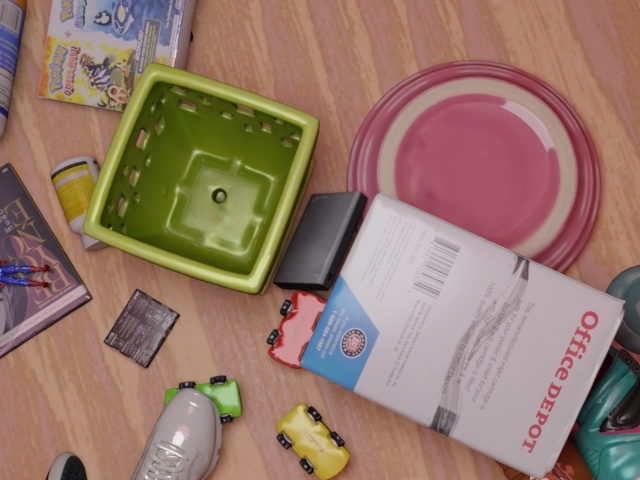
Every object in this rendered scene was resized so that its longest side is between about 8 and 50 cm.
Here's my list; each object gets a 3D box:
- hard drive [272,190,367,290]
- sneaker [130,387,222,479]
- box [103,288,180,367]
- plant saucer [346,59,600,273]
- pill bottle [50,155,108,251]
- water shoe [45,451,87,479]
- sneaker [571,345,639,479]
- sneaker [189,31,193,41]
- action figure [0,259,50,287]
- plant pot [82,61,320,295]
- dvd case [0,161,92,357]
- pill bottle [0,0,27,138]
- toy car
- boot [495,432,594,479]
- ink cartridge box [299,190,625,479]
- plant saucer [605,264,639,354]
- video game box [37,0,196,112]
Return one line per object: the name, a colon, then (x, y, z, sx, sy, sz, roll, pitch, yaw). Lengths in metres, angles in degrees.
hard drive: (0.000, 0.000, 1.372, 0.022, 0.094, 0.135, 39, 64, -35)
sneaker: (-0.191, 0.292, 1.311, 0.090, 0.095, 0.235, 24, 102, 11)
box: (-0.234, 0.115, 1.408, 0.067, 0.018, 0.083, 30, 84, 7)
plant saucer: (0.199, -0.079, 1.386, 0.332, 0.084, 0.332, 0, 82, 2)
pill bottle: (-0.307, -0.047, 1.413, 0.065, 0.065, 0.116, -23, 80, -1)
water shoe: (-0.349, 0.365, 1.345, 0.080, 0.073, 0.203, -4, 68, 23)
sneaker: (0.420, 0.191, 1.319, 0.295, 0.124, 0.178, -28, 64, -22)
sneaker: (-0.225, -0.322, 1.461, 0.058, 0.052, 0.135, -24, 80, 3)
action figure: (-0.415, 0.044, 1.405, 0.115, 0.030, 0.038, 1, 86, 5)
plant pot: (-0.133, -0.061, 1.336, 0.227, 0.207, 0.228, 19, 83, 6)
dvd case: (-0.429, 0.030, 1.431, 0.164, 0.018, 0.221, -33, 81, -3)
pill bottle: (-0.480, -0.210, 1.404, 0.152, 0.152, 0.272, 7, 82, 4)
toy car: (-0.085, 0.195, 1.371, 0.225, 0.053, 0.239, -9, 80, 2)
boot: (0.268, 0.320, 1.328, 0.152, 0.073, 0.197, 43, 73, 7)
ink cartridge box: (0.164, 0.107, 1.264, 0.307, 0.129, 0.223, 25, 92, 7)
plant saucer: (0.425, 0.088, 1.380, 0.119, 0.021, 0.119, 0, 82, 3)
video game box: (-0.269, -0.274, 1.428, 0.187, 0.048, 0.205, 11, 95, 12)
